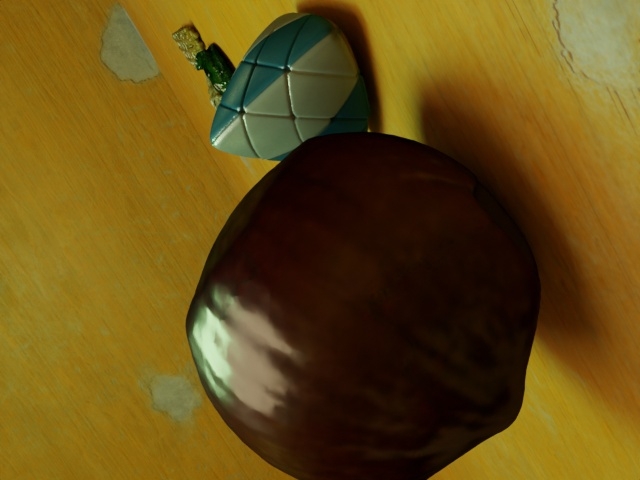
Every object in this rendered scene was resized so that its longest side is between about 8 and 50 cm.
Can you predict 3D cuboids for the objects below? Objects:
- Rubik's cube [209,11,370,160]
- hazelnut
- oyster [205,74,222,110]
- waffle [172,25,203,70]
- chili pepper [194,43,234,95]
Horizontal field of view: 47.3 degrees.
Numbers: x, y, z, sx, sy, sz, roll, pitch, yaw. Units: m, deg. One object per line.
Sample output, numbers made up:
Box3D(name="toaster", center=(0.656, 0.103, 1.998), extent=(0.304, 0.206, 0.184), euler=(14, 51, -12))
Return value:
Box3D(name="Rubik's cube", center=(-0.023, -0.255, 1.036), extent=(0.254, 0.254, 0.254), euler=(55, 170, 15))
Box3D(name="hazelnut", center=(0.036, 0.086, 0.875), extent=(0.402, 0.429, 0.402), euler=(27, -161, -10))
Box3D(name="oyster", center=(-0.274, -0.399, 1.964), extent=(0.209, 0.072, 0.133), euler=(55, 167, 26))
Box3D(name="waffle", center=(-0.365, -0.550, 2.011), extent=(0.160, 0.046, 0.192), euler=(55, 169, 11))
Box3D(name="chili pepper", center=(-0.247, -0.405, 1.819), extent=(0.279, 0.065, 0.122), euler=(52, 171, 30))
